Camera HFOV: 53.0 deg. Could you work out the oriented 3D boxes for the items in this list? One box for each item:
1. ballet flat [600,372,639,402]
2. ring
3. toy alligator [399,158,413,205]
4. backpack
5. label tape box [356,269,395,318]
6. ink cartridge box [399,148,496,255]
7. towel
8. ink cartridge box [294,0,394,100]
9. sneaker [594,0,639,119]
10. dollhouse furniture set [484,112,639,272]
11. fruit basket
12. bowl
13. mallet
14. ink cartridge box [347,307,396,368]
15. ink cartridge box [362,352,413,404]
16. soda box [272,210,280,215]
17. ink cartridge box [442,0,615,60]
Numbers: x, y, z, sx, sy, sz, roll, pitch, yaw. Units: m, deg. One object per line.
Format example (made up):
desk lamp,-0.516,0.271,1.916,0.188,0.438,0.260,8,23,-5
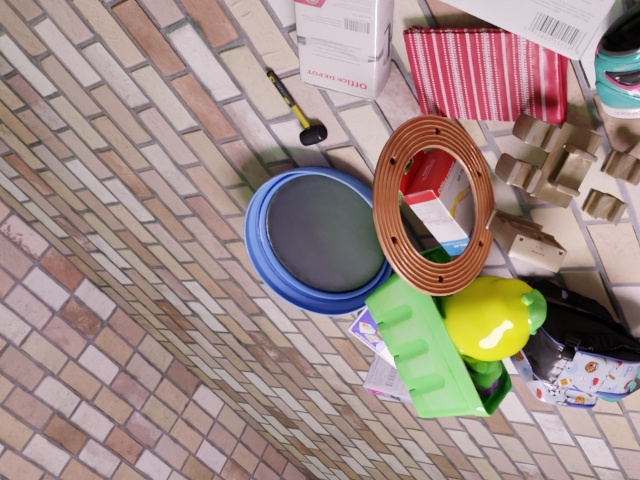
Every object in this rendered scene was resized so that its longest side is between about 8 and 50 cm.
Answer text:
ballet flat,0.747,0.298,1.516,0.095,0.096,0.280,33,149,1
ring,0.215,-0.065,1.206,0.032,0.337,0.336,-6,134,51
toy alligator,0.190,-0.130,1.402,0.051,0.056,0.190,-15,143,-7
backpack,0.569,0.249,1.427,0.263,0.277,0.213,8,117,-8
label tape box,0.230,0.231,1.758,0.249,0.115,0.348,17,134,17
ink cartridge box,0.257,-0.095,1.316,0.078,0.134,0.231,-11,131,47
towel,0.290,-0.289,1.123,0.274,0.031,0.199,10,145,30
ink cartridge box,0.044,-0.372,1.139,0.158,0.092,0.218,19,144,16
sneaker,0.520,-0.274,0.892,0.295,0.124,0.178,-3,145,41
dollhouse furniture set,0.412,-0.091,1.164,0.212,0.161,0.242,19,108,-5
fruit basket,0.322,0.175,1.380,0.391,0.283,0.393,3,97,28
bowl,0.000,0.000,1.573,0.390,0.077,0.392,11,120,19
mallet,-0.062,-0.284,1.398,0.062,0.039,0.190,-20,119,46
ink cartridge box,0.210,0.206,1.600,0.206,0.045,0.208,39,104,-1
ink cartridge box,0.300,0.397,1.908,0.310,0.186,0.065,8,149,30
soda box,-0.099,-0.028,1.742,0.073,0.069,0.216,27,148,3
ink cartridge box,0.302,-0.422,0.908,0.275,0.060,0.239,26,126,5
